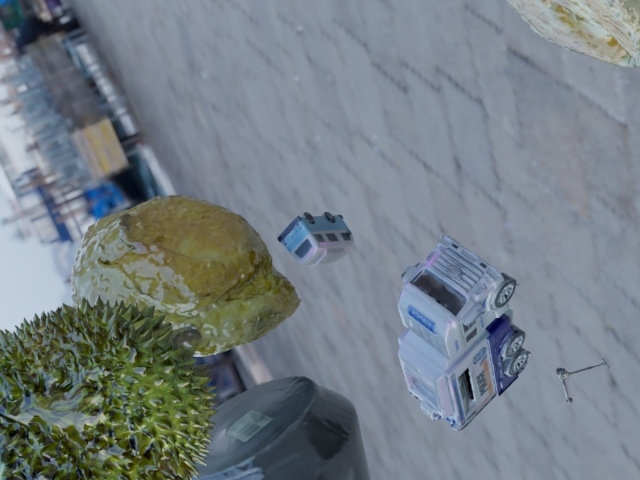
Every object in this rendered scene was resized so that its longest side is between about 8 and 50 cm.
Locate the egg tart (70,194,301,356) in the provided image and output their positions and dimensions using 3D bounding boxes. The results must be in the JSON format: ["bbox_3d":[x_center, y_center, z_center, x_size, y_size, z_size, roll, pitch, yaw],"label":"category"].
[{"bbox_3d":[-0.228,0.042,1.931,0.351,0.339,0.153,48,145,37],"label":"egg tart"}]

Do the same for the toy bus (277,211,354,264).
[{"bbox_3d":[0.000,0.000,1.936,0.123,0.060,0.075,-4,-127,-54],"label":"toy bus"}]

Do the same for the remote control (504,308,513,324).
[{"bbox_3d":[0.284,0.139,2.130,0.029,0.162,0.061,-11,69,44],"label":"remote control"}]

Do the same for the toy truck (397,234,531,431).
[{"bbox_3d":[0.179,0.127,1.636,0.124,0.155,0.268,36,161,32],"label":"toy truck"}]

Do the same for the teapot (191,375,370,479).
[{"bbox_3d":[-0.011,0.415,1.786,0.362,0.305,0.376,60,158,-17],"label":"teapot"}]

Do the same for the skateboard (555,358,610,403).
[{"bbox_3d":[0.433,0.227,2.006,0.032,0.083,0.064,-111,2,-74],"label":"skateboard"}]

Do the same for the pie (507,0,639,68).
[{"bbox_3d":[0.360,-0.365,1.775,0.339,0.077,0.339,40,175,5],"label":"pie"}]

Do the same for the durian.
[{"bbox_3d":[-0.248,0.191,1.250,0.291,0.224,0.291,11,109,34],"label":"durian"}]
